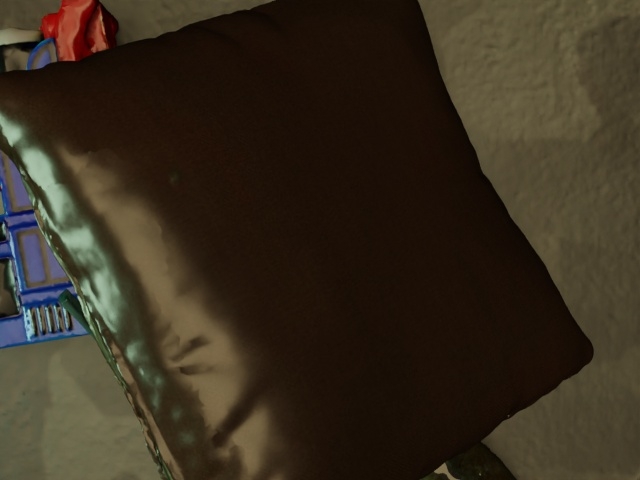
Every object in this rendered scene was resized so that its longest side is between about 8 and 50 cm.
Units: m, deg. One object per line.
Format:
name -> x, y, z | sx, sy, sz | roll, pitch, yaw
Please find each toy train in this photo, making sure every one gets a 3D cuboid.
toy train -> -0.159, -0.038, 0.621 | 0.131, 0.083, 0.204 | -9, 91, 0

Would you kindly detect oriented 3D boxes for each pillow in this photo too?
pillow -> 0.000, 0.000, 0.575 | 0.305, 0.108, 0.308 | -28, 92, -35

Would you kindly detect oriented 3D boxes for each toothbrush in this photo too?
toothbrush -> -0.114, 0.081, 0.606 | 0.014, 0.011, 0.167 | -23, 137, 6

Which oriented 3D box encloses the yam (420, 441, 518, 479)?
yam -> 0.126, 0.198, 0.651 | 0.061, 0.061, 0.253 | -41, 92, -1
